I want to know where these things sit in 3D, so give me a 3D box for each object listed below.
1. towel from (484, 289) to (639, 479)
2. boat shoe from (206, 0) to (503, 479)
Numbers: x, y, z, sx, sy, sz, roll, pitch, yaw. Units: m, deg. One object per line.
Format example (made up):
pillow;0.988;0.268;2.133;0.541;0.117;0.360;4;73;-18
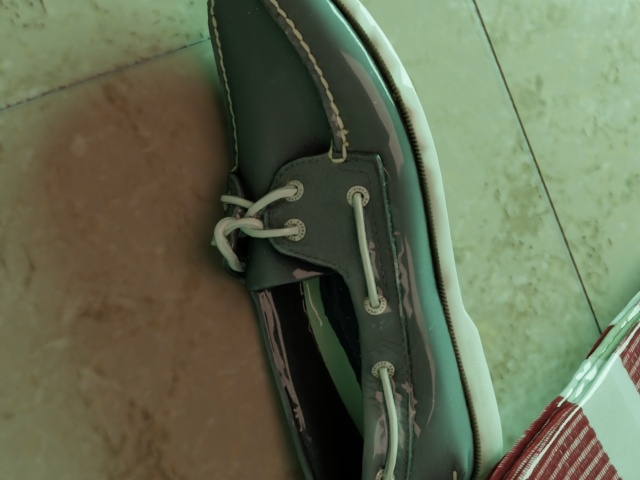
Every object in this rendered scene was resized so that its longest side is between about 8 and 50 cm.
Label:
towel;0.207;0.162;1.081;0.329;0.037;0.237;-44;108;-44
boat shoe;0.000;0.000;1.002;0.099;0.116;0.319;-24;99;-34
